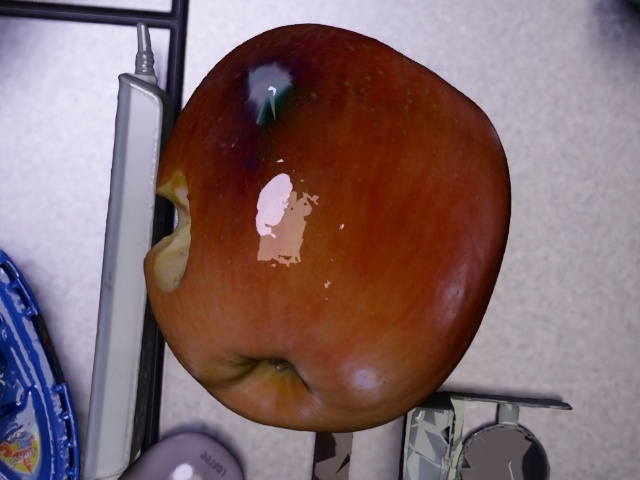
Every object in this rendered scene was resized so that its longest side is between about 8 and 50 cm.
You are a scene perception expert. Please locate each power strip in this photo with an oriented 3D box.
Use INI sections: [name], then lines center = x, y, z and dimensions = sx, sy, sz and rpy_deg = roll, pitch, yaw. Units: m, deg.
[power strip]
center = -0.102, 0.010, 0.649
dimensions = 0.027, 0.060, 0.253
rpy_deg = 6, 94, 0

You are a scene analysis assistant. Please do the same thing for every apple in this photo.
[apple]
center = 0.000, 0.000, 0.590
dimensions = 0.199, 0.199, 0.199
rpy_deg = 0, 94, -1

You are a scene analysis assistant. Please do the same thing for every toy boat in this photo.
[toy boat]
center = -0.177, 0.087, 0.629
dimensions = 0.091, 0.110, 0.175
rpy_deg = -24, 96, 1

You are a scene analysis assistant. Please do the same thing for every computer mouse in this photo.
[computer mouse]
center = -0.085, 0.151, 0.669
dimensions = 0.066, 0.039, 0.096
rpy_deg = 44, 93, -3

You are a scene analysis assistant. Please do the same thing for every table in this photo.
[table]
center = 0.050, 0.158, 0.662
dimensions = 0.175, 0.062, 0.146
rpy_deg = 5, 94, 2

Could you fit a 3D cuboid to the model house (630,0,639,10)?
[model house]
center = 0.351, -0.202, 0.603
dimensions = 0.324, 0.194, 0.267
rpy_deg = 12, 91, -15
